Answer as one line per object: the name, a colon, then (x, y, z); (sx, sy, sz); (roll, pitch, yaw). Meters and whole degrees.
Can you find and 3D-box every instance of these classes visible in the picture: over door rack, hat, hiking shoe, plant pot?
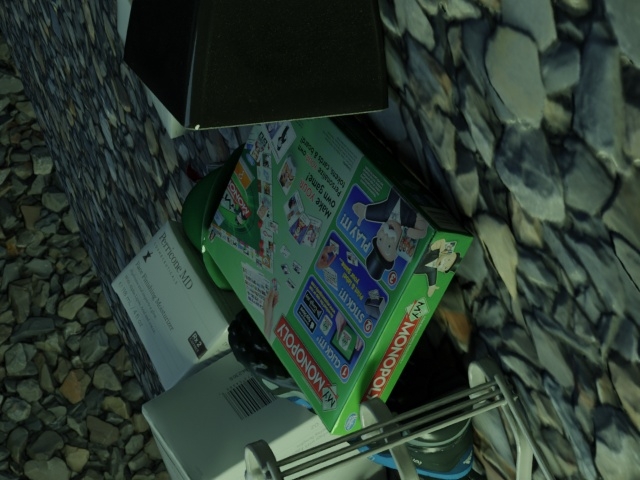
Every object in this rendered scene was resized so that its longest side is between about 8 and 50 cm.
over door rack: (0.105, 0.270, 0.970); (0.108, 0.239, 0.324); (97, 149, -52)
hat: (-0.154, -0.042, 1.429); (0.183, 0.173, 0.208); (15, 163, 25)
hiking shoe: (0.023, 0.155, 1.212); (0.304, 0.113, 0.132); (27, 146, 40)
plant pot: (-0.056, -0.213, 1.055); (0.188, 0.187, 0.167); (-135, 43, -54)

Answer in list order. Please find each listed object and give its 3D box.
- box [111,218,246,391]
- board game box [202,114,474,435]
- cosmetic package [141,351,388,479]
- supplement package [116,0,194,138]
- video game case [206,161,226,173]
box: (-0.123, 0.092, 1.468); (0.182, 0.119, 0.181); (21, -152, -50)
board game box: (0.000, 0.000, 1.146); (0.317, 0.046, 0.213); (51, 124, 47)
cosmetic package: (-0.055, 0.239, 1.399); (0.138, 0.224, 0.224); (48, 159, 36)
supplement package: (-0.166, -0.233, 1.472); (0.179, 0.105, 0.105); (62, 161, 24)
video game case: (-0.095, -0.013, 1.645); (0.173, 0.022, 0.190); (13, 123, 70)
